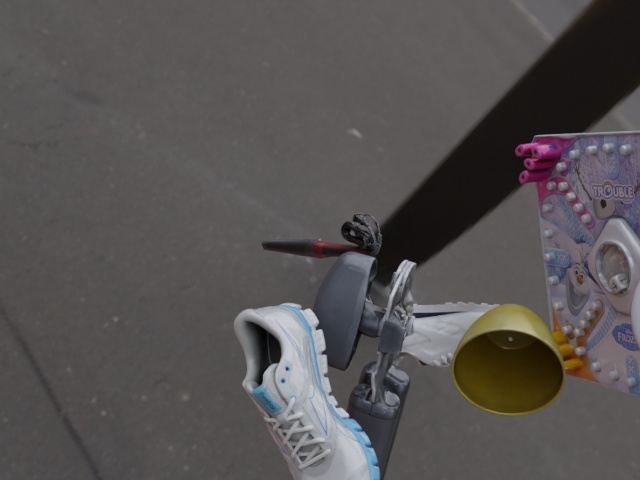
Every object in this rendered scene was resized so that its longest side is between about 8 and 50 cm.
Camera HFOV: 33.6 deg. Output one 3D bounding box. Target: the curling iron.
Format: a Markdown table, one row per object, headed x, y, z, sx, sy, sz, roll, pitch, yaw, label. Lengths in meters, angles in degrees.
| x | y | z | sx | sy | sz | roll | pitch | yaw | label |
| --- | --- | --- | --- | --- | --- | --- | --- | --- | --- |
| 0.000 | 0.000 | 1.705 | 0.035 | 0.274 | 0.068 | -2 | 87 | -41 | curling iron |

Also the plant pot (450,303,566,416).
| x | y | z | sx | sy | sz | roll | pitch | yaw | label |
| --- | --- | --- | --- | --- | --- | --- | --- | --- | --- |
| 0.230 | 0.132 | 1.289 | 0.134 | 0.134 | 0.095 | 35 | 34 | -10 | plant pot |

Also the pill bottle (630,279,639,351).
| x | y | z | sx | sy | sz | roll | pitch | yaw | label |
| --- | --- | --- | --- | --- | --- | --- | --- | --- | --- |
| 0.443 | 0.108 | 1.181 | 0.161 | 0.161 | 0.283 | 57 | 11 | 25 | pill bottle |

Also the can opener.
| x | y | z | sx | sy | sz | roll | pitch | yaw | label |
| --- | --- | --- | --- | --- | --- | --- | --- | --- | --- |
| 0.028 | 0.137 | 0.951 | 0.095 | 0.283 | 0.076 | 18 | 28 | 11 | can opener |

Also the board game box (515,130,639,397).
| x | y | z | sx | sy | sz | roll | pitch | yaw | label |
| --- | --- | --- | --- | --- | --- | --- | --- | --- | --- |
| 0.424 | 0.040 | 1.531 | 0.050 | 0.390 | 0.390 | -11 | 98 | -22 | board game box |

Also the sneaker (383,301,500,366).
| x | y | z | sx | sy | sz | roll | pitch | yaw | label |
| --- | --- | --- | --- | --- | --- | --- | --- | --- | --- |
| 0.202 | 0.144 | 1.590 | 0.090 | 0.235 | 0.095 | 31 | 57 | -57 | sneaker |

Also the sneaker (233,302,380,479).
| x | y | z | sx | sy | sz | roll | pitch | yaw | label |
| --- | --- | --- | --- | --- | --- | --- | --- | --- | --- |
| -0.021 | 0.134 | 0.815 | 0.083 | 0.071 | 0.191 | 14 | 45 | -57 | sneaker |
